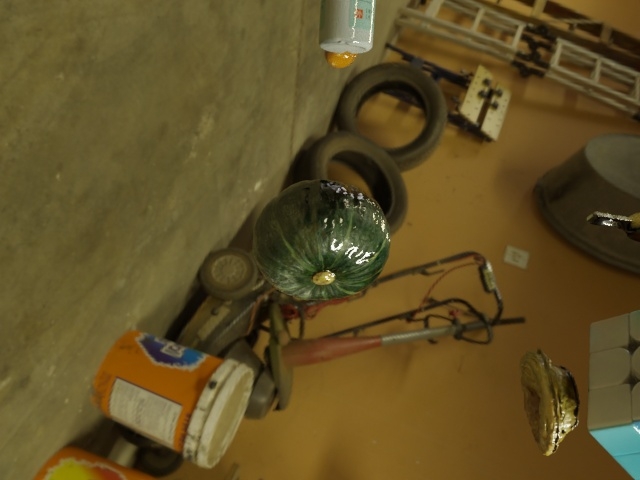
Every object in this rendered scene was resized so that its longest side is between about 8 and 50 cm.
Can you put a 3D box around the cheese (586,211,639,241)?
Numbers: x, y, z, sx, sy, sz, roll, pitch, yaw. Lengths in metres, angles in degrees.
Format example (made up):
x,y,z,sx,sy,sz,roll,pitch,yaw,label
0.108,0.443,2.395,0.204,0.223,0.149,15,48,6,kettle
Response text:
x,y,z,sx,sy,sz,roll,pitch,yaw,label
0.512,-0.024,0.964,0.086,0.162,0.036,104,-7,-72,cheese

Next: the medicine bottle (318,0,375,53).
x,y,z,sx,sy,sz,roll,pitch,yaw,label
0.060,-0.557,1.178,0.110,0.110,0.352,-23,117,-76,medicine bottle

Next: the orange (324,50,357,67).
x,y,z,sx,sy,sz,roll,pitch,yaw,label
0.048,-0.425,1.332,0.083,0.070,0.083,-62,179,-3,orange

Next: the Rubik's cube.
x,y,z,sx,sy,sz,roll,pitch,yaw,label
0.754,0.324,1.222,0.290,0.292,0.291,-28,-155,42,Rubik's cube

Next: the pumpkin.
x,y,z,sx,sy,sz,roll,pitch,yaw,label
0.002,0.001,0.902,0.211,0.212,0.152,97,0,-50,pumpkin

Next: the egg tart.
x,y,z,sx,sy,sz,roll,pitch,yaw,label
0.513,0.356,1.341,0.241,0.106,0.241,-7,90,-83,egg tart
